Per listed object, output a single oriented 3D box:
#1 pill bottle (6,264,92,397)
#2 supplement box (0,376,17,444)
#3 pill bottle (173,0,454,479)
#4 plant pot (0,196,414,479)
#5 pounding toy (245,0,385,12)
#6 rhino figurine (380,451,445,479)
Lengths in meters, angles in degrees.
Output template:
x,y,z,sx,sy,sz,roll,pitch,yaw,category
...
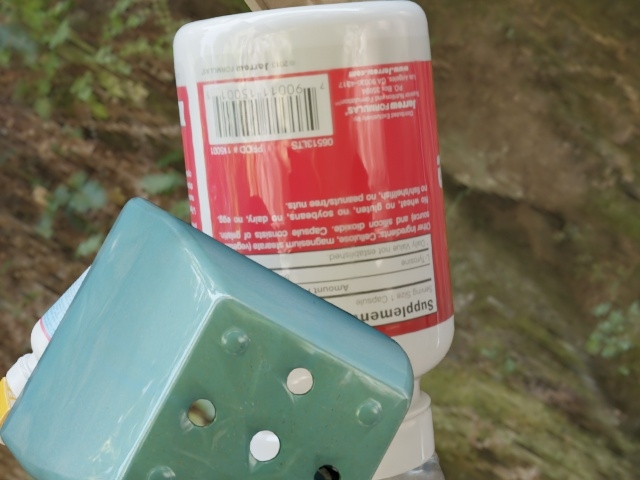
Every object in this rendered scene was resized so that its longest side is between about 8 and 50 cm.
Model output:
x,y,z,sx,sy,sz,roll,pitch,yaw,category
-0.169,0.070,1.124,0.160,0.087,0.087,-46,4,6,pill bottle
-0.253,0.171,1.302,0.036,0.098,0.062,-54,27,10,supplement box
0.000,0.000,1.279,0.229,0.229,0.408,-82,-13,-83,pill bottle
-0.054,0.088,0.746,0.166,0.165,0.234,-61,13,-4,plant pot
-0.053,-0.304,1.421,0.206,0.181,0.094,51,-134,-47,pounding toy
0.024,0.235,1.490,0.106,0.243,0.073,-126,55,-70,rhino figurine
